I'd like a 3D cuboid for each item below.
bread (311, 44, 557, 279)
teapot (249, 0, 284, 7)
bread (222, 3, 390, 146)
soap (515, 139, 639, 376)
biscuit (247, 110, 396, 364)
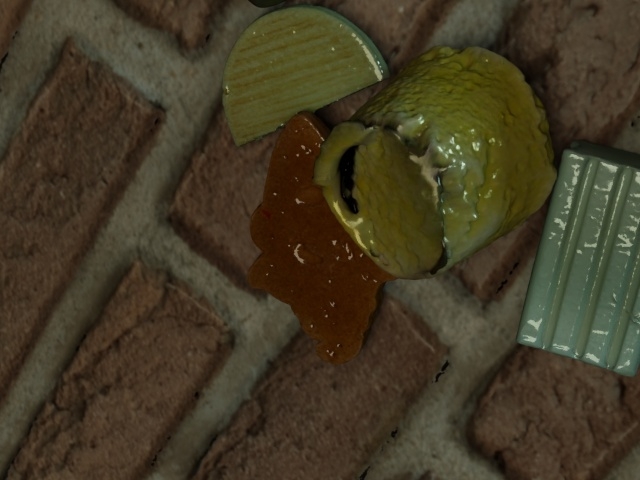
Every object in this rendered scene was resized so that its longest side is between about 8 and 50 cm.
[{"bbox_3d":[0.105,-0.070,1.069,0.197,0.170,0.197,23,129,31],"label":"bread"},{"bbox_3d":[-0.034,-0.340,1.044,0.267,0.185,0.175,-38,89,-11],"label":"teapot"},{"bbox_3d":[-0.029,-0.178,1.168,0.193,0.036,0.112,-22,96,31],"label":"bread"},{"bbox_3d":[0.265,0.017,1.091,0.119,0.066,0.198,16,112,15],"label":"soap"},{"bbox_3d":[0.000,0.000,1.200,0.183,0.043,0.280,0,111,25],"label":"biscuit"}]
